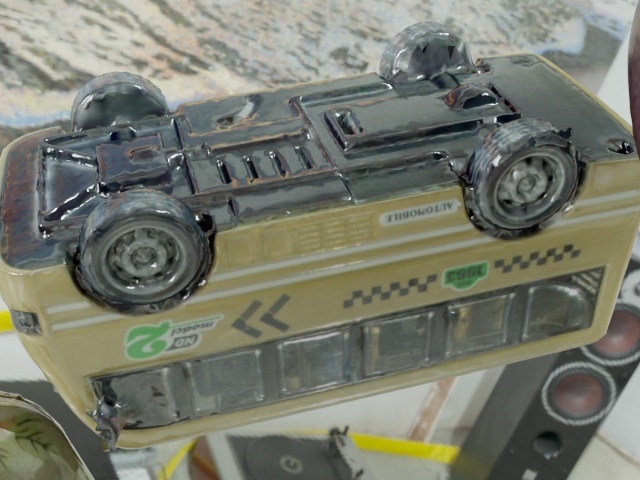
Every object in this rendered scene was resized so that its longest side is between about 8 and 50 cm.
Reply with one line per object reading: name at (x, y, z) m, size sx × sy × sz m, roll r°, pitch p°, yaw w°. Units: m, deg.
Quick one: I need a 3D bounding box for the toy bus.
toy bus at (0.000, 0.000, 0.535) m, size 0.365 × 0.202 × 0.177 m, roll -11°, pitch 37°, yaw -10°

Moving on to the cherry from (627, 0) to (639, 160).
cherry at (0.220, -0.072, 0.382) m, size 0.176 × 0.176 × 0.140 m, roll 16°, pitch 17°, yaw -16°

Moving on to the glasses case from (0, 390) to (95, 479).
glasses case at (-0.149, 0.287, 0.530) m, size 0.156 × 0.425 × 0.098 m, roll -33°, pitch 18°, yaw -24°
